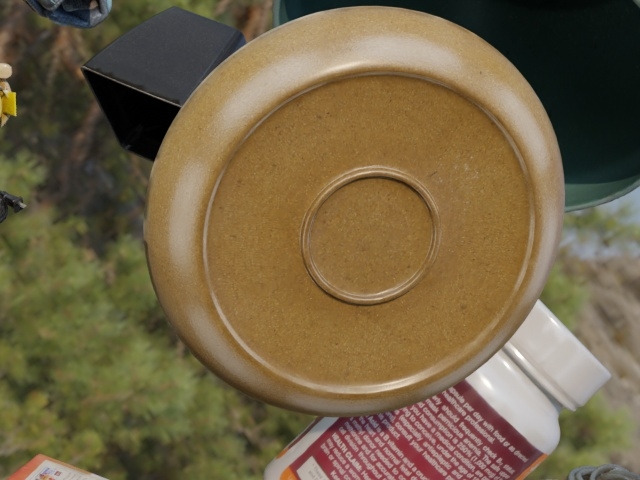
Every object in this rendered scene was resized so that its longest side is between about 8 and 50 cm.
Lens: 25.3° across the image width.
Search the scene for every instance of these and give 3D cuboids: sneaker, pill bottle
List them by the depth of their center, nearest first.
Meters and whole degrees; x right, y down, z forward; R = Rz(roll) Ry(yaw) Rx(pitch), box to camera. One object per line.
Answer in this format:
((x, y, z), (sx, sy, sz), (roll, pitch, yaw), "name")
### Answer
((-0.225, -0.223, 1.161), (0.125, 0.104, 0.262), (60, -1, -9), "sneaker")
((0.141, 0.227, 1.708), (0.224, 0.392, 0.224), (46, 6, -6), "pill bottle")

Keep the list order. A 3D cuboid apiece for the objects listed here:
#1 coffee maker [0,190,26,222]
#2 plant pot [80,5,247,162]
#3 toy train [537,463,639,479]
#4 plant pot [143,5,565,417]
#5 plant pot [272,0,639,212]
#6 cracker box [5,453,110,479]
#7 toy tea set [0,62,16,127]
((-0.303, -0.063, 1.051), (0.120, 0.171, 0.178), (23, -48, 9), "coffee maker")
((-0.189, -0.214, 1.983), (0.187, 0.167, 0.188), (23, -25, 26), "plant pot")
((0.249, 0.160, 0.998), (0.143, 0.248, 0.105), (62, 40, -48), "toy train")
((0.025, -0.006, 0.765), (0.236, 0.236, 0.032), (56, 0, -23), "plant pot")
((0.136, -0.186, 1.028), (0.293, 0.293, 0.196), (55, 46, -38), "plant pot")
((-0.128, 0.237, 0.988), (0.232, 0.067, 0.156), (19, 12, 8), "cracker box")
((-0.442, -0.254, 1.539), (0.124, 0.200, 0.336), (-112, -160, -74), "toy tea set")
